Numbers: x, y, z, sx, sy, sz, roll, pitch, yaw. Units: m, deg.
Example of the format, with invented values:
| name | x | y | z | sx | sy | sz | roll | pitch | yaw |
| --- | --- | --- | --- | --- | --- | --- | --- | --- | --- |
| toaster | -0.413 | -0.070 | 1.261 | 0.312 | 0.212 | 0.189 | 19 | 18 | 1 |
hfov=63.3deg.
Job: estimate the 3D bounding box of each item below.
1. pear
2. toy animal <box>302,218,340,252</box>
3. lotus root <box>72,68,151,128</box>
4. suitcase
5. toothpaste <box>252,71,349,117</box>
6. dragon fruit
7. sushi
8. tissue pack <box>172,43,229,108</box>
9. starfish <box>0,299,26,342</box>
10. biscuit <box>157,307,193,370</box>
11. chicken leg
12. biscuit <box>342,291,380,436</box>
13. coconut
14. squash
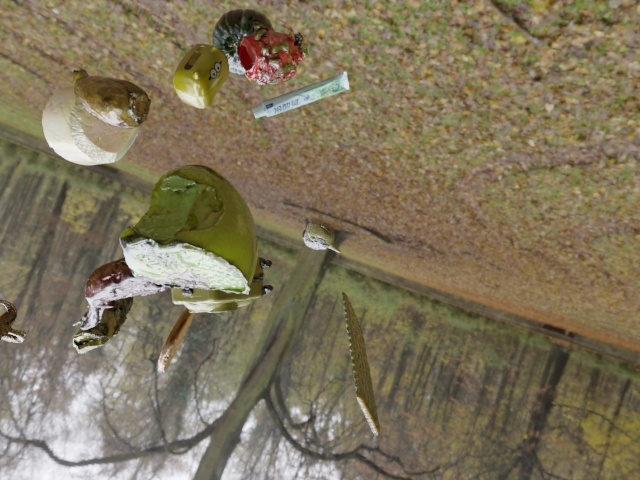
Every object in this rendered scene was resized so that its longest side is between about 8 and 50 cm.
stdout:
| name | x | y | z | sx | sy | sz | roll | pitch | yaw |
| --- | --- | --- | --- | --- | --- | --- | --- | --- | --- |
| pear | -0.223 | -0.040 | 1.005 | 0.239 | 0.255 | 0.163 | 7 | 142 | 12 |
| toy animal | 0.000 | 0.000 | 1.642 | 0.137 | 0.098 | 0.098 | 57 | -178 | 10 |
| lotus root | -0.434 | -0.289 | 1.053 | 0.191 | 0.094 | 0.108 | 23 | -164 | 18 |
| suitcase | -0.268 | 0.116 | 1.388 | 0.194 | 0.142 | 0.235 | -4 | 179 | 39 |
| toothpaste | -0.058 | -0.426 | 1.539 | 0.297 | 0.048 | 0.074 | -20 | 151 | -1 |
| dragon fruit | -0.130 | -0.522 | 1.447 | 0.172 | 0.166 | 0.160 | -21 | -151 | -38 |
| sushi | -0.678 | 0.233 | 1.605 | 0.131 | 0.139 | 0.290 | 51 | -158 | -31 |
| tissue pack | -0.351 | -0.493 | 1.529 | 0.123 | 0.178 | 0.127 | 19 | 154 | 13 |
| starfish | -0.875 | 0.207 | 1.373 | 0.146 | 0.074 | 0.189 | -4 | -125 | -53 |
| biscuit | -0.422 | 0.284 | 1.510 | 0.033 | 0.224 | 0.144 | 26 | 180 | -1 |
| chicken leg | -0.468 | 0.111 | 1.217 | 0.407 | 0.095 | 0.158 | -29 | 143 | 28 |
| biscuit | 0.072 | 0.219 | 0.945 | 0.016 | 0.231 | 0.139 | -17 | 130 | 8 |
| coconut | -0.683 | -0.340 | 1.535 | 0.245 | 0.238 | 0.239 | 5 | 167 | 39 |
| squash | -0.248 | -0.649 | 1.699 | 0.218 | 0.218 | 0.172 | 19 | -147 | 6 |
